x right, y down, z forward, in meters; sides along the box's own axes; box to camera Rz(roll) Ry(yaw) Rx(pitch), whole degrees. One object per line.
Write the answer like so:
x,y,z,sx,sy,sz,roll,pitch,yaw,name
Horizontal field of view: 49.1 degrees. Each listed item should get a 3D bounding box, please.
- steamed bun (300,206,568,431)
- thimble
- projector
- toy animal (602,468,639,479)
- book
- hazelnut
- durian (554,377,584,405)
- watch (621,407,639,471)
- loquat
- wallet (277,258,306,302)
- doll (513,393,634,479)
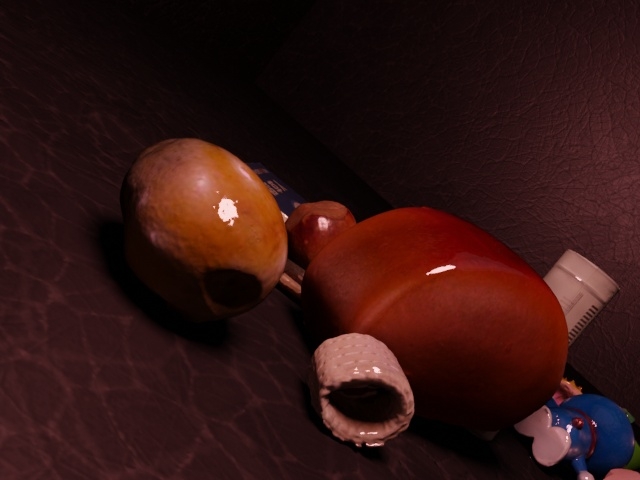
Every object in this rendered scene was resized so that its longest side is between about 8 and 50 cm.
0.177,0.097,0.992,0.379,0.248,0.235,19,19,-26,steamed bun
0.046,0.170,0.801,0.115,0.102,0.090,6,21,-13,thimble
0.349,0.174,1.168,0.108,0.337,0.108,37,8,-6,projector
0.504,0.485,1.121,0.124,0.124,0.213,-12,85,-76,toy animal
-0.010,-0.018,1.510,0.428,0.039,0.300,40,11,-1,book
0.000,0.000,1.273,0.143,0.143,0.154,38,19,-7,hazelnut
0.495,0.368,1.496,0.182,0.165,0.132,20,37,18,durian
0.761,0.522,1.781,0.152,0.131,0.165,61,11,9,watch
-0.132,-0.015,0.770,0.179,0.179,0.227,29,19,-44,loquat
-0.039,0.062,1.121,0.232,0.031,0.122,38,9,-12,wallet
0.487,0.382,1.346,0.256,0.161,0.215,14,42,-32,doll
